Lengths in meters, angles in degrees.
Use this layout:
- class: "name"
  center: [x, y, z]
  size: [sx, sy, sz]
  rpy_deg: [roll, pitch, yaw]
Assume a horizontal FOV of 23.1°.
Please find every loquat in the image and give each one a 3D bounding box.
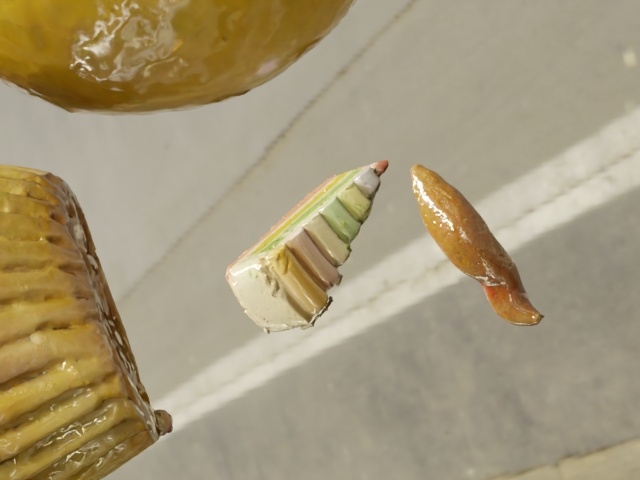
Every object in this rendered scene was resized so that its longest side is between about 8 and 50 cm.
- class: "loquat"
  center: [-0.109, -0.219, 0.999]
  size: [0.328, 0.328, 0.359]
  rpy_deg: [57, 177, 36]

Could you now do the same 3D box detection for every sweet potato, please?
- class: "sweet potato"
  center: [0.149, 0.006, 1.560]
  size: [0.202, 0.058, 0.055]
  rpy_deg: [54, 150, 6]

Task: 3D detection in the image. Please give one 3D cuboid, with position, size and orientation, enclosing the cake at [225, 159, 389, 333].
- class: "cake"
  center: [-0.016, -0.013, 1.714]
  size: [0.090, 0.225, 0.109]
  rpy_deg: [39, 148, -20]

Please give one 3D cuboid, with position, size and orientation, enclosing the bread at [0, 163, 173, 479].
- class: "bread"
  center: [-0.216, 0.057, 1.090]
  size: [0.274, 0.149, 0.274]
  rpy_deg: [156, 90, -86]
